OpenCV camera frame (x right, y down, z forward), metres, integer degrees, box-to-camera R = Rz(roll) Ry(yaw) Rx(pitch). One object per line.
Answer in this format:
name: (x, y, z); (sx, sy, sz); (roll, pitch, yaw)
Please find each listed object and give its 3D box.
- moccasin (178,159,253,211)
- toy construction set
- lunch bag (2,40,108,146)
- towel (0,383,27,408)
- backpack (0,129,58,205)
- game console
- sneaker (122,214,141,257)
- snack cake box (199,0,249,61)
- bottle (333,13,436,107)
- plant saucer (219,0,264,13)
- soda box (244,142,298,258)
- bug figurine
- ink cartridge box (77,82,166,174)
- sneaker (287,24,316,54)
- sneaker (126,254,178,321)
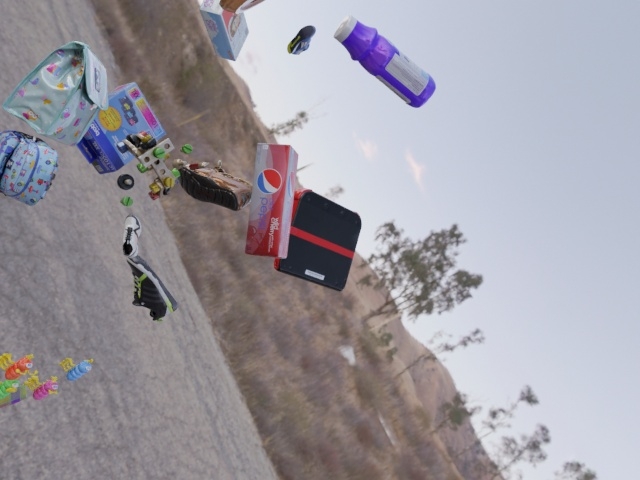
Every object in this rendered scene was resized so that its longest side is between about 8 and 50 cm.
moccasin: (-0.416, -0.230, 2.073); (0.380, 0.147, 0.139); (16, -54, 32)
toy construction set: (-0.541, -0.268, 1.853); (0.237, 0.309, 0.257); (5, -75, 51)
lunch bag: (-0.696, -0.408, 1.451); (0.160, 0.262, 0.223); (36, -3, -6)
towel: (-0.935, 0.472, 1.589); (0.009, 0.083, 0.060); (29, -61, 34)
backpack: (-0.685, -0.165, 1.207); (0.173, 0.158, 0.117); (27, 0, 43)
game console: (0.000, 0.000, 2.088); (0.387, 0.341, 0.060); (22, -8, -41)
sneaker: (-0.467, -0.010, 1.296); (0.044, 0.040, 0.109); (-143, -126, -85)
snack cake box: (-0.358, -0.827, 1.986); (0.089, 0.152, 0.264); (18, -17, 9)
bottle: (0.161, -0.448, 1.315); (0.283, 0.092, 0.118); (32, 21, -23)
plant saucer: (-0.143, -0.589, 1.231); (0.037, 0.200, 0.200); (60, -6, -16)
soda box: (-0.113, -0.091, 1.242); (0.092, 0.084, 0.263); (24, 71, -79)
bug figurine: (-0.809, 0.395, 1.511); (0.279, 0.216, 0.072); (26, 32, -58)
ink cartridge box: (-0.908, -0.473, 2.288); (0.151, 0.395, 0.270); (-1, -52, 38)
sneaker: (-0.063, -0.758, 1.992); (0.059, 0.144, 0.053); (4, 63, -47)
sneaker: (-0.480, 0.142, 1.449); (0.084, 0.097, 0.234); (32, -27, 48)
